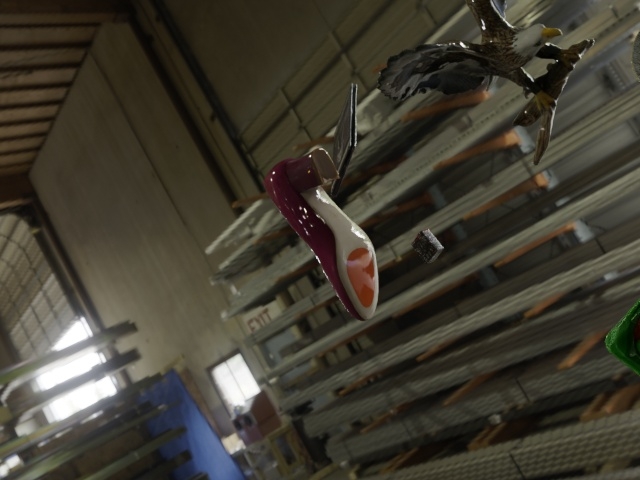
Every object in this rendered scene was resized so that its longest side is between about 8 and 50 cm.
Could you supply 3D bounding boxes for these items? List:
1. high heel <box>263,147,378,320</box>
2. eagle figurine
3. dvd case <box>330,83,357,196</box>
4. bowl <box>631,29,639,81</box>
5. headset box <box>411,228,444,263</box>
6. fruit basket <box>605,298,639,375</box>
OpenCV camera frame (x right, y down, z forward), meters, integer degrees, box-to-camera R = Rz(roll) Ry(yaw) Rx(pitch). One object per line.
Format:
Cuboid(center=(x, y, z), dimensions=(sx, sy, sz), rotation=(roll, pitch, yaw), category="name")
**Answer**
Cuboid(center=(0.000, 0.000, 1.437), dimensions=(0.127, 0.377, 0.181), rotation=(-12, -6, -45), category="high heel")
Cuboid(center=(0.230, -0.277, 0.922), dimensions=(0.298, 0.226, 0.225), rotation=(20, -34, -21), category="eagle figurine")
Cuboid(center=(0.056, -0.235, 1.568), dimensions=(0.018, 0.221, 0.164), rotation=(12, -41, -9), category="dvd case")
Cuboid(center=(0.798, -0.424, 1.512), dimensions=(0.080, 0.170, 0.170), rotation=(-12, -14, -23), category="bowl")
Cuboid(center=(0.291, 0.013, 1.849), dimensions=(0.032, 0.083, 0.062), rotation=(-16, -30, -37), category="headset box")
Cuboid(center=(0.768, 0.247, 1.313), dimensions=(0.283, 0.392, 0.392), rotation=(-51, -10, 6), category="fruit basket")
